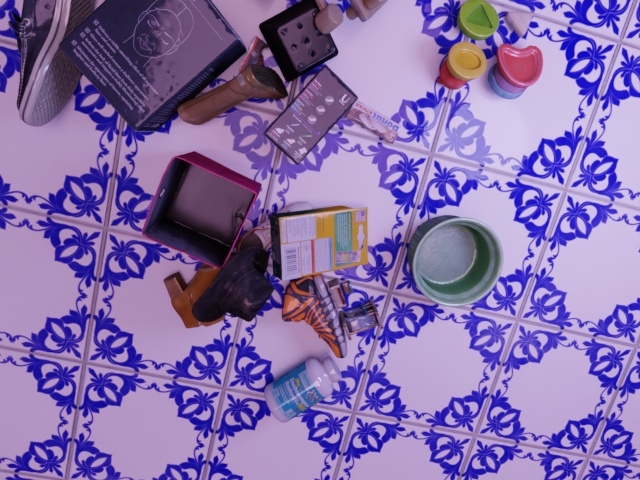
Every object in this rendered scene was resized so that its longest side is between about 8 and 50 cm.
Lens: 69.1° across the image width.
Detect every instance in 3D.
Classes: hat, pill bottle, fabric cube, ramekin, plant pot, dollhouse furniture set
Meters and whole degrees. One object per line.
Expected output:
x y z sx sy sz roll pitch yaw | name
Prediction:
-0.235 0.175 1.454 0.134 0.331 0.331 41 98 15 | hat
-0.057 0.518 1.651 0.264 0.146 0.146 -33 104 4 | pill bottle
-0.350 -0.104 1.424 0.258 0.258 0.254 25 101 -10 | fabric cube
0.441 0.058 1.574 0.303 0.148 0.304 -1 104 -4 | ramekin
-0.053 -0.584 1.357 0.188 0.167 0.188 -28 115 3 | plant pot
0.120 0.221 1.600 0.129 0.129 0.184 -20 104 1 | dollhouse furniture set

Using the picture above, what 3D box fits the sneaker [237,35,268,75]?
-0.207 -0.543 1.430 0.064 0.061 0.158 23 101 -16 | sneaker

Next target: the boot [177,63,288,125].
-0.262 -0.434 1.418 0.269 0.236 0.089 -21 84 24 | boot

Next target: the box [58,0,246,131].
-0.460 -0.551 1.331 0.395 0.212 0.294 -38 103 6 | box

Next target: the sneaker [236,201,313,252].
-0.145 -0.027 1.527 0.290 0.123 0.106 -31 102 2 | sneaker

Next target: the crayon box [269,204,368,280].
0.000 0.000 1.522 0.322 0.083 0.203 -9 105 -27 | crayon box

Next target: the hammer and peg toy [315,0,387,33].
0.088 -0.746 1.261 0.266 0.127 0.361 53 58 -25 | hammer and peg toy

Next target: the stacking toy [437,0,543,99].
0.527 -0.589 1.473 0.308 0.130 0.280 8 77 -9 | stacking toy

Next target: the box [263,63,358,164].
-0.032 -0.380 1.426 0.143 0.165 0.270 42 98 -12 | box

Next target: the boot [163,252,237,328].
-0.365 0.176 1.574 0.294 0.104 0.211 -20 110 10 | boot

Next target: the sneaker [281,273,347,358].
-0.028 0.278 1.621 0.179 0.124 0.321 -21 93 5 | sneaker

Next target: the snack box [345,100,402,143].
0.174 -0.386 1.512 0.178 0.022 0.064 28 99 -10 | snack box

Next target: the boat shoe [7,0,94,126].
-0.780 -0.576 1.323 0.155 0.187 0.501 17 97 -3 | boat shoe
